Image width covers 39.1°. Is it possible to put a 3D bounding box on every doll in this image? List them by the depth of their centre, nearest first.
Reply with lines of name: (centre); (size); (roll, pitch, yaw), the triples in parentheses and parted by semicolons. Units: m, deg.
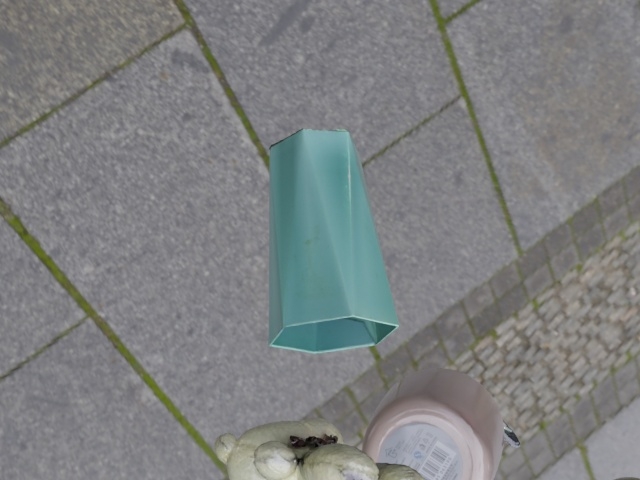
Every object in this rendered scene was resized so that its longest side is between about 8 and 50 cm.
doll: (0.006, 0.267, 1.065); (0.149, 0.278, 0.175); (-43, 106, -34)

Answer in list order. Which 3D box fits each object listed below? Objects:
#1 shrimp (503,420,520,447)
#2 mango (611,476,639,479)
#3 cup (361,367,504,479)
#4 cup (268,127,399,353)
shrimp: (0.224, 0.370, 1.461); (0.198, 0.051, 0.262); (-3, 115, -2)
mango: (0.371, 0.365, 1.099); (0.111, 0.133, 0.267); (-4, 153, -4)
cup: (0.128, 0.301, 1.256); (0.252, 0.192, 0.200); (-31, 174, 12)
cup: (0.000, 0.000, 1.030); (0.148, 0.236, 0.134); (-11, 157, 8)
